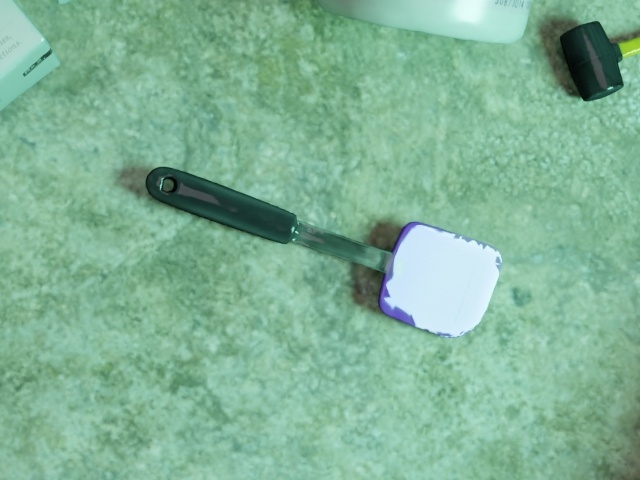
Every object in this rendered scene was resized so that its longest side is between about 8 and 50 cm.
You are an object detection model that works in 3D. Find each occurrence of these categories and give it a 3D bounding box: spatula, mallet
[{"bbox_3d":[0.000,0.000,1.311,0.296,0.030,0.084,19,88,-2],"label":"spatula"},{"bbox_3d":[0.293,-0.161,1.338,0.189,0.039,0.062,-12,86,-8],"label":"mallet"}]

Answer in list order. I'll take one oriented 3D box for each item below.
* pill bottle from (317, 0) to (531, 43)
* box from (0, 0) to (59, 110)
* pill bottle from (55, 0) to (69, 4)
[{"bbox_3d":[0.101,-0.311,1.236,0.169,0.169,0.301,10,101,-3],"label":"pill bottle"},{"bbox_3d":[-0.330,-0.158,1.257,0.181,0.119,0.182,-40,89,-4],"label":"box"},{"bbox_3d":[-0.238,-0.262,1.286,0.152,0.086,0.086,44,85,-1],"label":"pill bottle"}]
